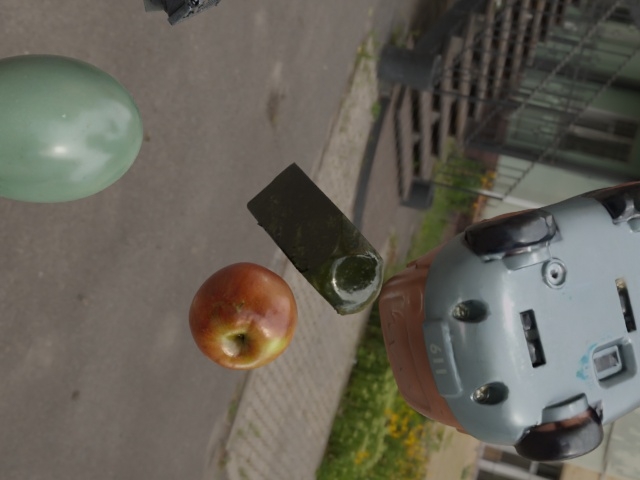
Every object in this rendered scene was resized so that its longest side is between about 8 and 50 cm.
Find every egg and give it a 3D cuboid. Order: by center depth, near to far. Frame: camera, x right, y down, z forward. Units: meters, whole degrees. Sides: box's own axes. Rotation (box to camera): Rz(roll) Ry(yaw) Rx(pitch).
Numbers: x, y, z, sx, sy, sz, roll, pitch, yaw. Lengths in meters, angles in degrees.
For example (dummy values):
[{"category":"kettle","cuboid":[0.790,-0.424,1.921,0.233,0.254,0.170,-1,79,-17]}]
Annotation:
[{"category":"egg","cuboid":[-0.318,-0.126,1.066,0.168,0.231,0.168,180,-90,-79]}]

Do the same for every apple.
[{"category":"apple","cuboid":[-0.115,0.113,1.425,0.139,0.163,0.163,-85,-179,-55]}]

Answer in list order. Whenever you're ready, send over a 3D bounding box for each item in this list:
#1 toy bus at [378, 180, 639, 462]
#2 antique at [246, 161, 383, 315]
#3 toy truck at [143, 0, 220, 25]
[{"category":"toy bus","cuboid":[0.188,0.068,0.827,0.232,0.288,0.194,-16,-91,59]},{"category":"antique","cuboid":[0.000,0.000,1.034,0.080,0.221,0.081,-43,123,0]},{"category":"toy truck","cuboid":[-0.111,-0.253,0.661,0.083,0.092,0.192,-52,138,-59]}]
